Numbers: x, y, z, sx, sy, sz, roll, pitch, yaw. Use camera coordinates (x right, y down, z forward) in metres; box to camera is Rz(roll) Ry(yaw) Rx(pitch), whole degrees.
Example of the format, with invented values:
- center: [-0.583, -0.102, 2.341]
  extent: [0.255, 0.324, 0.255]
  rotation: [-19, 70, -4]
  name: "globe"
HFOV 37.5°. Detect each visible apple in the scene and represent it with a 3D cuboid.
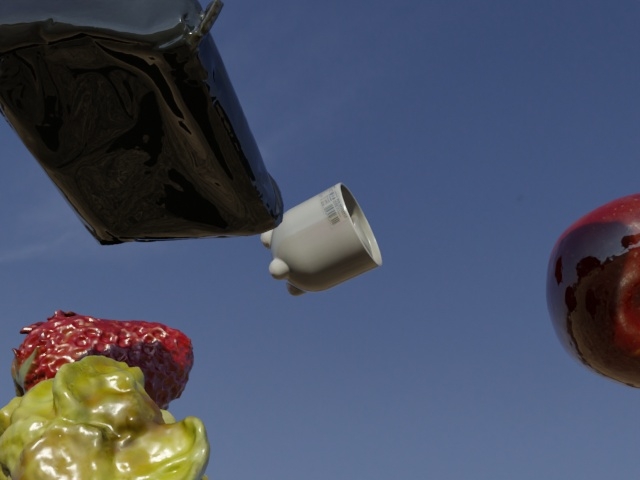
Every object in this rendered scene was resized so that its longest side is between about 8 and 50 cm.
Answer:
- center: [0.358, 0.056, 1.041]
  extent: [0.218, 0.201, 0.218]
  rotation: [-1, -81, -5]
  name: "apple"

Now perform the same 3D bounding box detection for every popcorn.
- center: [-0.198, 0.210, 0.850]
  extent: [0.181, 0.235, 0.217]
  rotation: [-18, -28, -42]
  name: "popcorn"

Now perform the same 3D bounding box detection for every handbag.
- center: [-0.172, -0.145, 0.972]
  extent: [0.275, 0.178, 0.302]
  rotation: [-5, -43, 19]
  name: "handbag"

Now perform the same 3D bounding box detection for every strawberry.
- center: [-0.290, 0.188, 1.298]
  extent: [0.244, 0.205, 0.205]
  rotation: [-18, -25, -31]
  name: "strawberry"

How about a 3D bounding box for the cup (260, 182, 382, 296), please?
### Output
- center: [-0.005, -0.006, 1.374]
  extent: [0.142, 0.173, 0.134]
  rotation: [-26, -51, 12]
  name: "cup"
